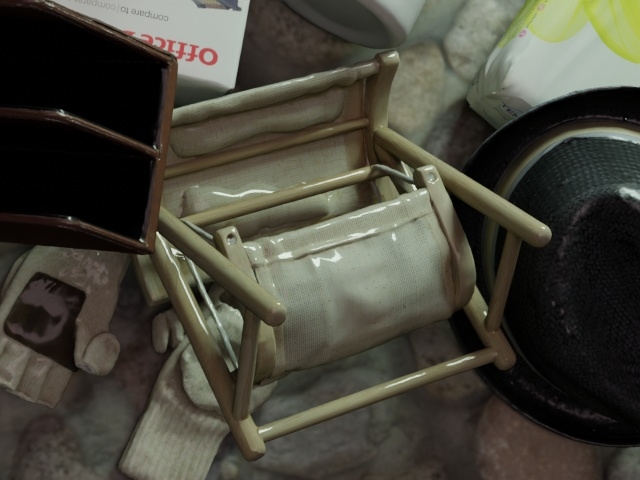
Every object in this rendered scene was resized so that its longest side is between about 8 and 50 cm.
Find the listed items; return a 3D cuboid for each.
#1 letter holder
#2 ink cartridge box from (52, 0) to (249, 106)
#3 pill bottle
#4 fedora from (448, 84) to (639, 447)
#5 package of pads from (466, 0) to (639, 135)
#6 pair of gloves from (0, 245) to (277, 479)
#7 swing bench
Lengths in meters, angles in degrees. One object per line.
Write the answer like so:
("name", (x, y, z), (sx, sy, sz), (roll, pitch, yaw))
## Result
("letter holder", (-0.289, -0.088, 1.158), (0.302, 0.214, 0.152), (5, 84, 22))
("ink cartridge box", (-0.142, -0.243, 1.337), (0.172, 0.100, 0.237), (10, 83, -13))
("pill bottle", (0.062, -0.291, 1.378), (0.131, 0.131, 0.229), (29, 79, -11))
("fedora", (0.252, 0.046, 1.336), (0.334, 0.152, 0.334), (1, 109, 2))
("package of pads", (0.296, -0.177, 1.446), (0.229, 0.101, 0.296), (37, 77, -10))
("pair of gloves", (-0.148, 0.079, 1.341), (0.240, 0.042, 0.204), (36, 78, -10))
("swing bench", (0.000, 0.000, 1.285), (0.253, 0.165, 0.255), (-16, 48, -26))
